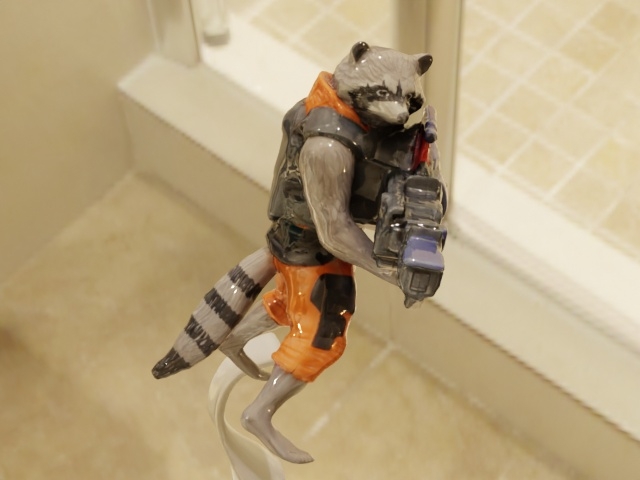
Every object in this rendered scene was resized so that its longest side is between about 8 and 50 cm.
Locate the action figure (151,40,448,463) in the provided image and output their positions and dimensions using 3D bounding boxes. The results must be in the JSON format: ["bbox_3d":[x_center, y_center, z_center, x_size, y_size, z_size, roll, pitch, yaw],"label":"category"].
[{"bbox_3d":[0.000,0.000,1.097,0.178,0.341,0.330,21,101,-3],"label":"action figure"}]

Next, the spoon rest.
[{"bbox_3d":[-0.083,0.237,1.584,0.084,0.276,0.137,-7,29,-16],"label":"spoon rest"}]
